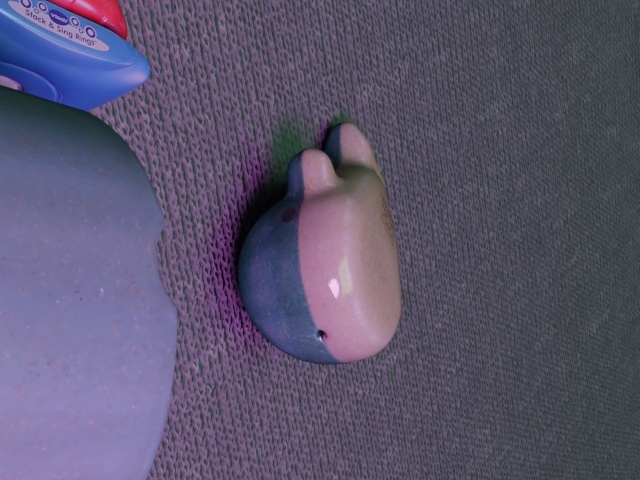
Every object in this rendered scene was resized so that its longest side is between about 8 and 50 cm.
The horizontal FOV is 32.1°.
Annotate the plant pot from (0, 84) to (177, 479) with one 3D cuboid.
[{"bbox_3d":[-0.269,0.039,0.492,0.334,0.341,0.341,8,90,-44],"label":"plant pot"}]

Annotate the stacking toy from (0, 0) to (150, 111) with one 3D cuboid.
[{"bbox_3d":[-0.208,-0.240,0.764,0.175,0.165,0.302,20,65,-44],"label":"stacking toy"}]

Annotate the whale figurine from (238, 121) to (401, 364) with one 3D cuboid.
[{"bbox_3d":[0.000,0.000,1.104,0.272,0.141,0.216,-81,153,-47],"label":"whale figurine"}]
